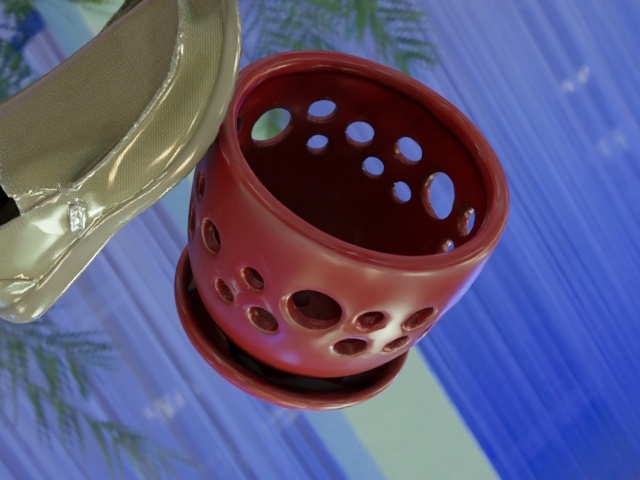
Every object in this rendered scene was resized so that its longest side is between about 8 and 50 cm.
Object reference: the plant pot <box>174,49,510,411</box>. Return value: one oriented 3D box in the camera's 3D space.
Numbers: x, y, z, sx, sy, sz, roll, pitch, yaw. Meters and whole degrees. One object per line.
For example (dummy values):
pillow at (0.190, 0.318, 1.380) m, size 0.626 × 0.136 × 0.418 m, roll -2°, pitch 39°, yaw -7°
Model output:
plant pot at (0.000, 0.000, 0.762) m, size 0.191 × 0.191 × 0.174 m, roll -45°, pitch 168°, yaw -47°

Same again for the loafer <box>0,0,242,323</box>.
loafer at (-0.145, -0.055, 0.688) m, size 0.268 × 0.092 × 0.102 m, roll -50°, pitch -134°, yaw 22°
